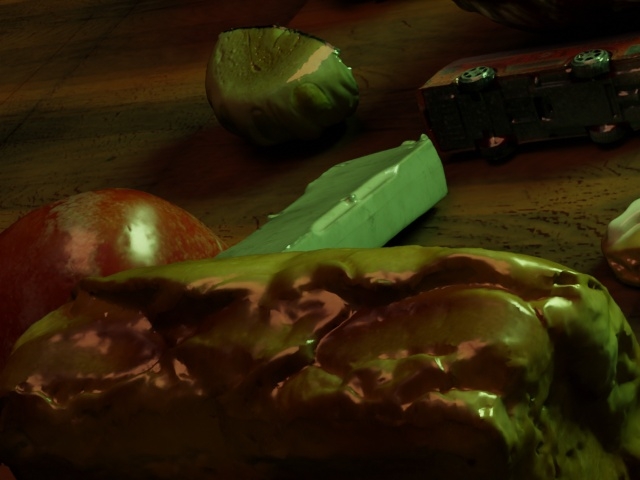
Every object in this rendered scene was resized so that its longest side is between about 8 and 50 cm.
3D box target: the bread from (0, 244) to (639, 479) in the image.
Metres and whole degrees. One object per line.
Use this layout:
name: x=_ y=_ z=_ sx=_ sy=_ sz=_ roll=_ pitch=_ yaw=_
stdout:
bread: x=-0.002 y=0.091 z=0.936 sx=0.344 sy=0.195 sz=0.149 roll=-3 pitch=42 yaw=32

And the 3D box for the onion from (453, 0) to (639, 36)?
onion: x=0.249 y=-0.234 z=1.296 sx=0.314 sy=0.146 sz=0.280 roll=-42 pitch=36 yaw=-14

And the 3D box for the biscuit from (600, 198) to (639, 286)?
biscuit: x=0.283 y=0.026 z=0.951 sx=0.216 sy=0.047 sz=0.340 roll=-25 pitch=29 yaw=7

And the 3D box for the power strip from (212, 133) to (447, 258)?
power strip: x=-0.001 y=-0.002 z=1.143 sx=0.080 sy=0.048 sz=0.286 roll=-15 pitch=11 yaw=30

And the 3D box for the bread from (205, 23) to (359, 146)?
bread: x=-0.034 y=-0.116 z=1.398 sx=0.157 sy=0.083 sz=0.094 roll=-1 pitch=42 yaw=40

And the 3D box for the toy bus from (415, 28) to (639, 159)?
toy bus: x=0.166 y=-0.105 z=1.241 sx=0.192 sy=0.065 sz=0.077 roll=-6 pitch=25 yaw=33

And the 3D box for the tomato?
tomato: x=-0.133 y=0.057 z=1.140 sx=0.187 sy=0.187 sz=0.151 roll=-24 pitch=63 yaw=6
